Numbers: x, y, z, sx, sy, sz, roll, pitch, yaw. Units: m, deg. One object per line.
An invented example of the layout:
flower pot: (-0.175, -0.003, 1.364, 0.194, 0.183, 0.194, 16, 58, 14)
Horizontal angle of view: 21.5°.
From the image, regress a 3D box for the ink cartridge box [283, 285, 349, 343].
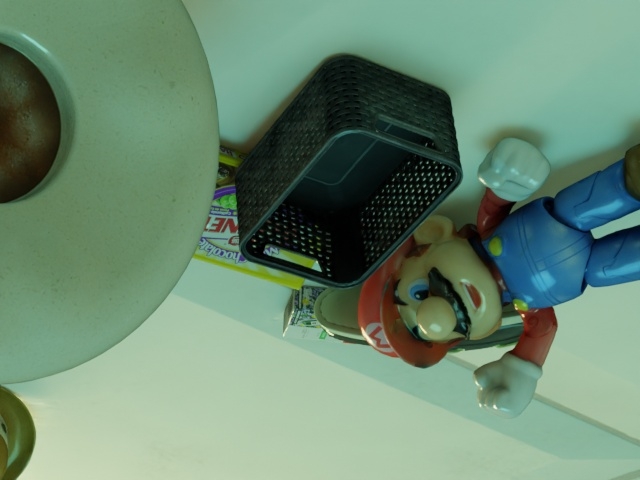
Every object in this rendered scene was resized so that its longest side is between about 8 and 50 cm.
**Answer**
ink cartridge box: (0.024, 0.077, 1.682, 0.115, 0.029, 0.063, 7, 149, -9)

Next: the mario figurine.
mario figurine: (0.168, 0.036, 1.455, 0.320, 0.198, 0.170, -23, 155, 29)

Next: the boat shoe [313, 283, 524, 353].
boat shoe: (0.109, 0.074, 1.622, 0.227, 0.081, 0.069, -4, 146, 4)

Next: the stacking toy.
stacking toy: (-0.331, -0.061, 1.272, 0.350, 0.351, 0.480, 22, 162, -31)

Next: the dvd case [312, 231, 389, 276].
dvd case: (0.000, 0.000, 1.566, 0.087, 0.013, 0.119, -20, 142, 32)

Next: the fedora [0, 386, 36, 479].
fedora: (-0.405, 0.244, 1.878, 0.194, 0.079, 0.194, -10, 130, -12)

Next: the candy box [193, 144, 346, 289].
candy box: (-0.086, -0.029, 1.462, 0.206, 0.027, 0.105, 17, 118, -25)

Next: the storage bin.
storage bin: (0.020, -0.053, 1.376, 0.122, 0.084, 0.180, 18, 137, -27)
